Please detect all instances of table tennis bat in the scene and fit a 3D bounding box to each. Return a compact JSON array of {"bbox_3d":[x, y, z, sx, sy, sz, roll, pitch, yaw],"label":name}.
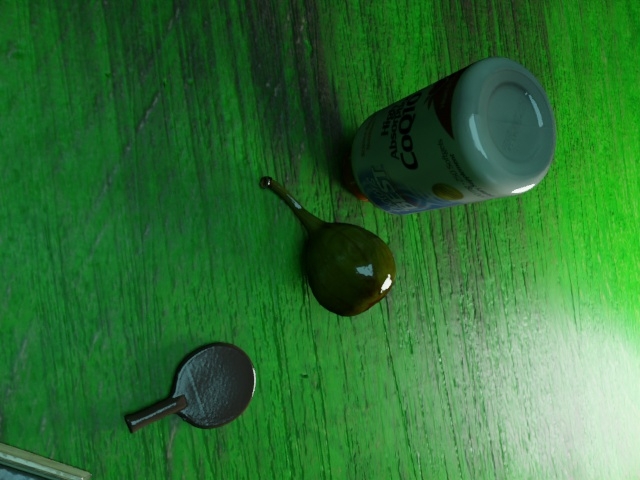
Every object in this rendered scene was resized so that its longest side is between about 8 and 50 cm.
[{"bbox_3d":[-0.133,0.191,0.602,0.170,0.119,0.107,-19,96,-30],"label":"table tennis bat"}]

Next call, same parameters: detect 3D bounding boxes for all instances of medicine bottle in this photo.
[{"bbox_3d":[0.143,-0.118,0.679,0.157,0.289,0.156,3,84,-29],"label":"medicine bottle"}]

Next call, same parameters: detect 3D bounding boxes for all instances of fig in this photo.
[{"bbox_3d":[0.000,0.000,0.715,0.236,0.124,0.124,46,65,8],"label":"fig"}]

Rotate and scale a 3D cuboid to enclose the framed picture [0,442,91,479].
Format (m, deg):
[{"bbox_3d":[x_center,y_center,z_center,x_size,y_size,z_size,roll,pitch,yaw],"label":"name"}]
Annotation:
[{"bbox_3d":[-0.407,0.338,0.495,0.232,0.019,0.296,32,72,-24],"label":"framed picture"}]
